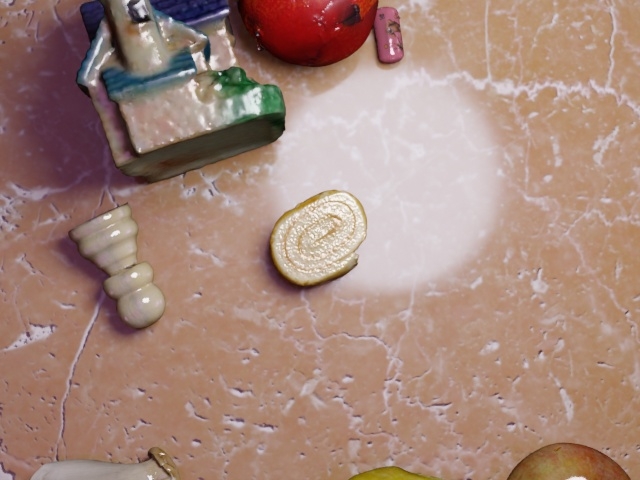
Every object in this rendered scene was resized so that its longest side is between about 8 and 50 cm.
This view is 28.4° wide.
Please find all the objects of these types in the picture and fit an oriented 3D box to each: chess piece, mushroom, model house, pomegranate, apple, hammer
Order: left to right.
[{"bbox_3d":[-0.299,0.343,1.736,0.212,0.088,0.097,-10,53,-10],"label":"mushroom"},{"bbox_3d":[-0.273,0.041,1.767,0.094,0.094,0.170,-27,90,-5],"label":"chess piece"},{"bbox_3d":[-0.200,-0.248,1.689,0.245,0.312,0.280,-18,88,-2],"label":"model house"},{"bbox_3d":[-0.010,-0.356,1.768,0.210,0.210,0.235,28,55,0],"label":"pomegranate"},{"bbox_3d":[0.100,-0.300,1.844,0.043,0.043,0.083,-8,83,-4],"label":"hammer"},{"bbox_3d":[0.342,0.371,1.725,0.188,0.174,0.188,0,82,-1],"label":"apple"}]

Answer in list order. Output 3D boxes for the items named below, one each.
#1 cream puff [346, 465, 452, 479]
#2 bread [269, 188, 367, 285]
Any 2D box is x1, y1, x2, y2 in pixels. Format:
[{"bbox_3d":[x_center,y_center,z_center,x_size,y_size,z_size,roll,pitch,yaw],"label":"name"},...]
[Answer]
[{"bbox_3d":[0.105,0.468,1.633,0.324,0.257,0.291,43,111,4],"label":"cream puff"},{"bbox_3d":[0.000,0.000,1.797,0.149,0.073,0.122,-29,92,-3],"label":"bread"}]
